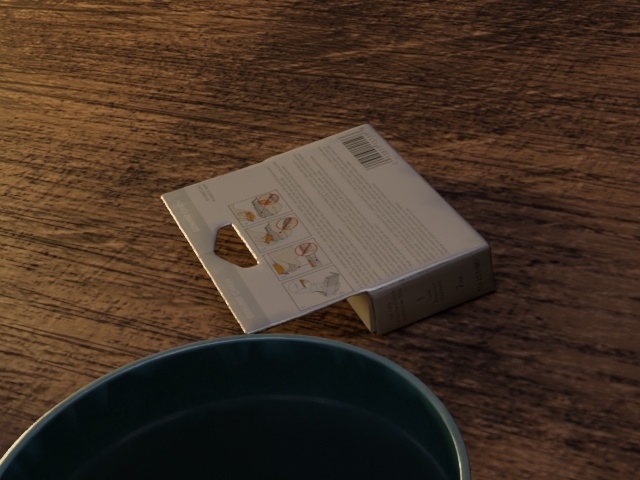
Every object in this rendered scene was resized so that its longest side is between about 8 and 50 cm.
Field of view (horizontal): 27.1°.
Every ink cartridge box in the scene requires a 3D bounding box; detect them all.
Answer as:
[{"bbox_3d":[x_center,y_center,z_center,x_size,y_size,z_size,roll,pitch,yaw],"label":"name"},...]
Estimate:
[{"bbox_3d":[0.000,0.000,1.289,0.239,0.060,0.275,-21,36,-13],"label":"ink cartridge box"}]

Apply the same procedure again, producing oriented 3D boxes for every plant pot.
[{"bbox_3d":[-0.038,0.237,0.775,0.272,0.255,0.271,-7,34,5],"label":"plant pot"}]
